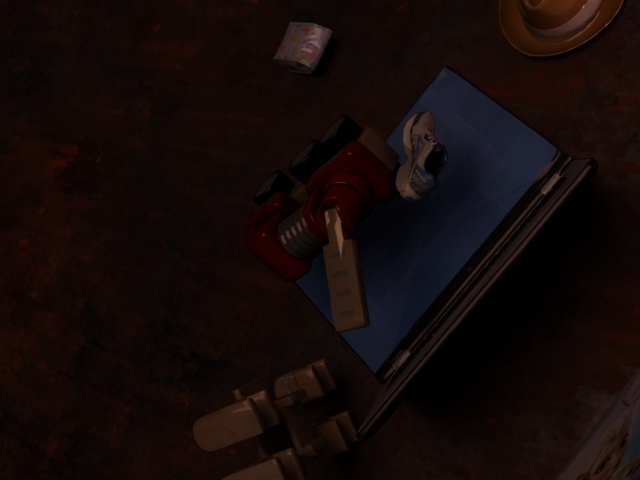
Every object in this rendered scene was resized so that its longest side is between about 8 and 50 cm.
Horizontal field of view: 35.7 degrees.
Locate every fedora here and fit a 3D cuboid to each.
[{"bbox_3d":[0.303,-0.339,1.298,0.194,0.079,0.194,-14,66,33],"label":"fedora"}]

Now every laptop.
[{"bbox_3d":[0.112,-0.015,1.225,0.236,0.408,0.382,39,100,6],"label":"laptop"}]

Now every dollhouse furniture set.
[{"bbox_3d":[-0.059,0.297,1.246,0.161,0.212,0.242,-25,86,26],"label":"dollhouse furniture set"}]

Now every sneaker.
[{"bbox_3d":[0.135,-0.108,1.234,0.058,0.052,0.135,-21,47,39],"label":"sneaker"}]

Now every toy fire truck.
[{"bbox_3d":[0.000,0.000,1.252,0.217,0.158,0.246,-36,19,38],"label":"toy fire truck"}]

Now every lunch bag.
[{"bbox_3d":[-0.022,-0.297,1.546,0.083,0.053,0.071,15,80,49],"label":"lunch bag"}]

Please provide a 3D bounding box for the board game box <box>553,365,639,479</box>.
[{"bbox_3d":[0.284,0.259,0.941,0.066,0.318,0.318,36,95,4],"label":"board game box"}]
